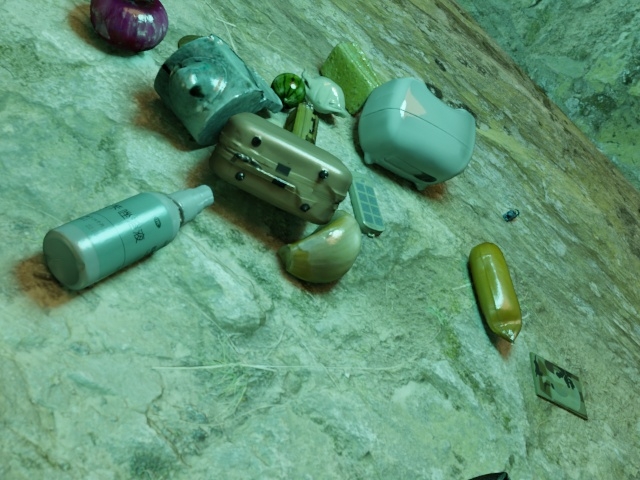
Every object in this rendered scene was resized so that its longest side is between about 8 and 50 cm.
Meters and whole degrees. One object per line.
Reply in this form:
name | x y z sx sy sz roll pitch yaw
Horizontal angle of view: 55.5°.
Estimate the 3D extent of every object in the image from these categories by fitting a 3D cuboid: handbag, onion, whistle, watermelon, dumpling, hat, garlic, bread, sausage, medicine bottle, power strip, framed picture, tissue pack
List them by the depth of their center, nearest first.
medicine bottle | -0.327 -0.029 1.122 0.110 0.110 0.352 50 40 5
handbag | -0.088 -0.173 1.387 0.302 0.149 0.283 24 17 -10
garlic | 0.015 0.002 1.400 0.164 0.145 0.245 19 34 16
onion | -0.441 -0.518 1.408 0.177 0.153 0.177 26 52 -37
whistle | -0.213 -0.365 1.438 0.168 0.188 0.405 50 42 5
hat | -0.291 -0.507 1.590 0.146 0.067 0.146 23 45 -25
power strip | 0.119 -0.109 1.642 0.080 0.029 0.227 13 50 -33
watermelon | -0.090 -0.404 1.660 0.109 0.109 0.109 23 45 -25
sausage | 0.490 0.154 1.690 0.112 0.112 0.328 19 47 -29
framed picture | 0.668 0.407 1.705 0.201 0.010 0.136 28 42 -20
dumpling | 0.013 -0.417 1.775 0.169 0.100 0.134 23 3 5
tissue pack | 0.280 -0.300 1.779 0.333 0.229 0.236 22 76 -29
bread | 0.099 -0.500 1.874 0.102 0.138 0.196 -27 77 -39

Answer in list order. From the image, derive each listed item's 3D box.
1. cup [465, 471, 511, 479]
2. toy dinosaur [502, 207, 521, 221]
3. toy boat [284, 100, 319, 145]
cup | 0.329 0.588 1.132 0.196 0.196 0.279 -11 74 -46
toy dinosaur | 0.658 -0.090 2.086 0.083 0.047 0.030 -13 68 -48
toy boat | -0.048 -0.286 1.618 0.088 0.068 0.226 34 40 -27
